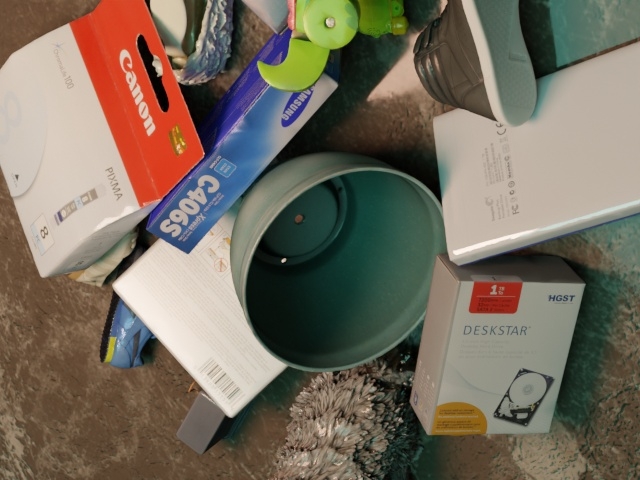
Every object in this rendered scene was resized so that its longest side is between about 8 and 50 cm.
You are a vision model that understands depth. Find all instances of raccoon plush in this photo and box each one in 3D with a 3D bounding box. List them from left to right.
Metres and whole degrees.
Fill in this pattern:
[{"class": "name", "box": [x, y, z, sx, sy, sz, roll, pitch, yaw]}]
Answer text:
[{"class": "raccoon plush", "box": [0.009, 0.277, 1.560, 0.216, 0.299, 0.447, 15, 114, 19]}]

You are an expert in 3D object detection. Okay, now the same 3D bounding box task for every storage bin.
[{"class": "storage bin", "box": [-0.174, 0.267, 1.760, 0.098, 0.091, 0.135, 35, 118, 9]}]

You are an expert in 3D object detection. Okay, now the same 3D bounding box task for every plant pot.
[{"class": "plant pot", "box": [0.000, 0.000, 1.489, 0.196, 0.293, 0.293, 48, 133, 53]}]

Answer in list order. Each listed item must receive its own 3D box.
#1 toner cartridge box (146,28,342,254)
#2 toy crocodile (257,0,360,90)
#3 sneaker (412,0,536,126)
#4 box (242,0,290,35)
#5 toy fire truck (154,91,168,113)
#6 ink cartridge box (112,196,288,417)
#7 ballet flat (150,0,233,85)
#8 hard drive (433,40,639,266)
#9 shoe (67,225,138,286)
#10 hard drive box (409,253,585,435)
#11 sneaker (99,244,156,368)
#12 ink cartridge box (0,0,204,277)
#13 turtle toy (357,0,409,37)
[{"class": "toner cartridge box", "box": [-0.105, -0.151, 1.521, 0.075, 0.165, 0.348, 32, 122, -20]}, {"class": "toy crocodile", "box": [0.012, -0.333, 1.290, 0.105, 0.115, 0.341, 14, 108, -1]}, {"class": "sneaker", "box": [0.168, -0.283, 1.362, 0.147, 0.104, 0.296, 13, 126, 47]}, {"class": "box", "box": [-0.068, -0.401, 1.376, 0.232, 0.059, 0.183, 45, 112, -7]}, {"class": "toy fire truck", "box": [-0.305, -0.143, 1.693, 0.135, 0.047, 0.192, 15, 113, 20]}, {"class": "ink cartridge box", "box": [-0.138, 0.087, 1.679, 0.239, 0.060, 0.275, -43, 84, 1]}, {"class": "ballet flat", "box": [-0.175, -0.402, 1.491, 0.147, 0.147, 0.409, 10, 112, 21]}, {"class": "hard drive", "box": [0.297, -0.109, 1.370, 0.318, 0.040, 0.210, -18, 62, 29]}, {"class": "shoe", "box": [-0.322, 0.003, 1.746, 0.058, 0.076, 0.219, 37, 129, -14]}, {"class": "hard drive box", "box": [0.232, 0.139, 1.482, 0.181, 0.089, 0.232, 1, 114, -14]}, {"class": "sneaker", "box": [-0.294, 0.107, 1.780, 0.082, 0.069, 0.209, 10, 105, -21]}, {"class": "ink cartridge box", "box": [-0.339, -0.160, 1.577, 0.385, 0.091, 0.308, -36, 72, 46]}, {"class": "turtle toy", "box": [0.069, -0.324, 1.439, 0.095, 0.066, 0.130, 3, 128, 14]}]
